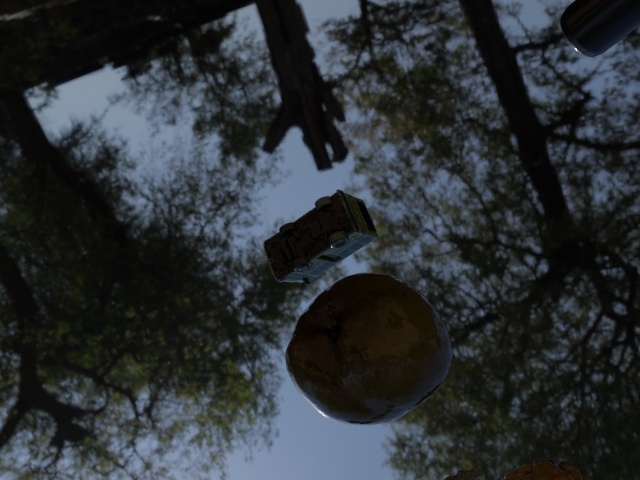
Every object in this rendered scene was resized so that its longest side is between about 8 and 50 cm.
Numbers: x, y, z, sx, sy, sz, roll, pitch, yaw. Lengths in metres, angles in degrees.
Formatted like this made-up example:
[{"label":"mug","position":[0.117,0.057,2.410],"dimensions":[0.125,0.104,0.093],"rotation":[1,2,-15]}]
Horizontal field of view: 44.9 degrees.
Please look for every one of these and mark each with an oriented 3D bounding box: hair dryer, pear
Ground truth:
[{"label":"hair dryer","position":[0.262,-0.325,0.833],"dimensions":[0.070,0.255,0.128],"rotation":[-45,-178,-41]},{"label":"pear","position":[0.051,0.112,0.818],"dimensions":[0.167,0.136,0.167],"rotation":[-30,-144,24]}]

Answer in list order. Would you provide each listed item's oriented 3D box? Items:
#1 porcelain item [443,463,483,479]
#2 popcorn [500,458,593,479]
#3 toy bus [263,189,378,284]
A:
[{"label":"porcelain item","position":[0.275,0.461,1.506],"dimensions":[0.083,0.028,0.036],"rotation":[-20,-174,-12]},{"label":"popcorn","position":[0.358,0.477,1.231],"dimensions":[0.250,0.250,0.190],"rotation":[-2,-160,32]},{"label":"toy bus","position":[0.000,0.000,1.288],"dimensions":[0.175,0.088,0.101],"rotation":[-34,155,27]}]
